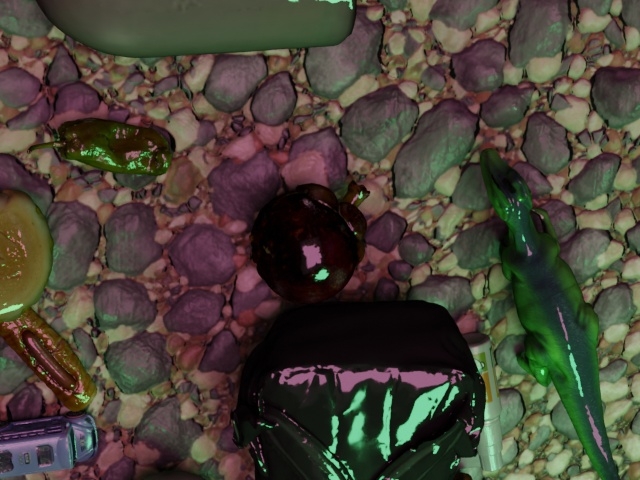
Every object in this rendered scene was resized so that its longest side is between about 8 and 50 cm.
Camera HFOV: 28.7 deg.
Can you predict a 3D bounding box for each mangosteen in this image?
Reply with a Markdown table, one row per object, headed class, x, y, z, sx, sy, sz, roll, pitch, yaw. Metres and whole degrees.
| class | x | y | z | sx | sy | sz | roll | pitch | yaw |
| --- | --- | --- | --- | --- | --- | --- | --- | --- | --- |
| mangosteen | -0.009 | 0.007 | 1.779 | 0.184 | 0.172 | 0.172 | -4 | 105 | -32 |

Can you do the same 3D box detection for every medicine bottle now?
| class | x | y | z | sx | sy | sz | roll | pitch | yaw |
| --- | --- | --- | --- | --- | --- | --- | --- | --- | --- |
| medicine bottle | 0.236 | 0.257 | 1.951 | 0.092 | 0.061 | 0.220 | -8 | 106 | 14 |

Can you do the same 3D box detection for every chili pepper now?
| class | x | y | z | sx | sy | sz | roll | pitch | yaw |
| --- | --- | --- | --- | --- | --- | --- | --- | --- | --- |
| chili pepper | -0.307 | -0.134 | 1.719 | 0.204 | 0.073 | 0.072 | 9 | 83 | -26 |

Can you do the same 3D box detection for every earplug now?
| class | x | y | z | sx | sy | sz | roll | pitch | yaw |
| --- | --- | --- | --- | --- | --- | --- | --- | --- | --- |
| earplug | -0.171 | -0.379 | 1.567 | 0.394 | 0.312 | 0.312 | -8 | 105 | -10 |

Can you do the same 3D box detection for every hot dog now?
| class | x | y | z | sx | sy | sz | roll | pitch | yaw |
| --- | --- | --- | --- | --- | --- | --- | --- | --- | --- |
| hot dog | -0.394 | 0.158 | 1.780 | 0.066 | 0.047 | 0.215 | -38 | 109 | -5 |

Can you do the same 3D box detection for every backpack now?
| class | x | y | z | sx | sy | sz | roll | pitch | yaw |
| --- | --- | --- | --- | --- | --- | --- | --- | --- | --- |
| backpack | 0.055 | 0.314 | 1.814 | 0.363 | 0.255 | 0.445 | -3 | 120 | -4 |

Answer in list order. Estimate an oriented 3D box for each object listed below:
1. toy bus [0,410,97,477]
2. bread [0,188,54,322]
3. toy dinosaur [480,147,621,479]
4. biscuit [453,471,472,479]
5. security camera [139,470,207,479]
| class | x | y | z | sx | sy | sz | roll | pitch | yaw |
| --- | --- | --- | --- | --- | --- | --- | --- | --- | --- |
| toy bus | -0.404 | 0.298 | 1.795 | 0.167 | 0.076 | 0.073 | -7 | 105 | -11 |
| bread | -0.467 | 0.022 | 1.688 | 0.213 | 0.105 | 0.213 | 0 | 90 | -33 |
| toy dinosaur | 0.362 | 0.140 | 1.771 | 0.144 | 0.500 | 0.374 | -22 | 142 | 1 |
| biscuit | 0.196 | 0.428 | 1.948 | 0.023 | 0.118 | 0.140 | 33 | 96 | -2 |
| security camera | -0.213 | 0.455 | 1.823 | 0.195 | 0.194 | 0.236 | -7 | 102 | -12 |
